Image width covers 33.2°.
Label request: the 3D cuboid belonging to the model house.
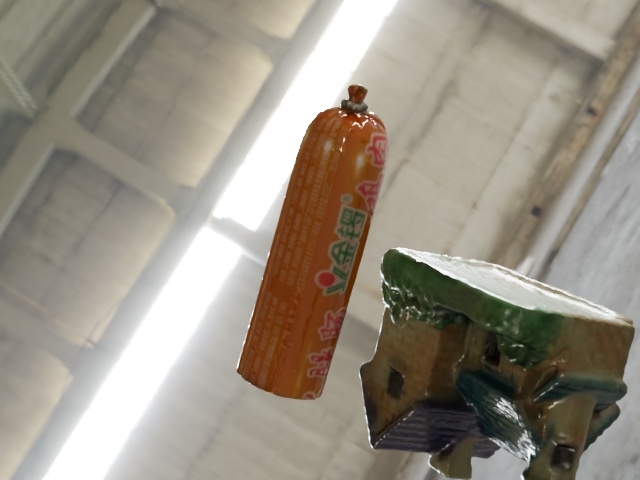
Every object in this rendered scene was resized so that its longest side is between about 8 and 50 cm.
[{"bbox_3d":[0.210,0.187,1.371,0.312,0.245,0.280,26,103,58],"label":"model house"}]

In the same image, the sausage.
[{"bbox_3d":[0.000,0.000,1.050,0.093,0.093,0.312,-43,-29,-72],"label":"sausage"}]
